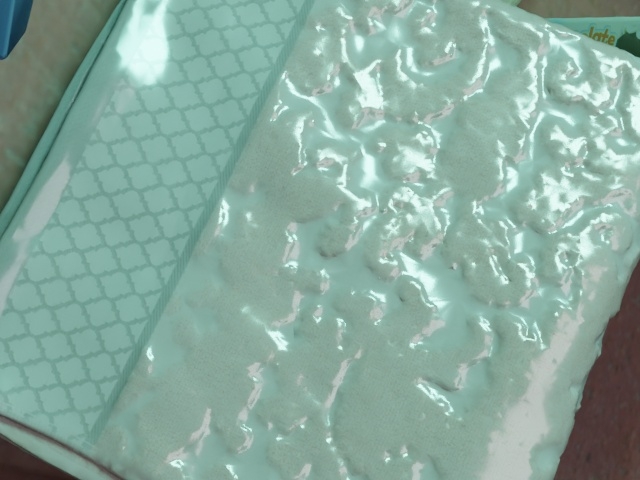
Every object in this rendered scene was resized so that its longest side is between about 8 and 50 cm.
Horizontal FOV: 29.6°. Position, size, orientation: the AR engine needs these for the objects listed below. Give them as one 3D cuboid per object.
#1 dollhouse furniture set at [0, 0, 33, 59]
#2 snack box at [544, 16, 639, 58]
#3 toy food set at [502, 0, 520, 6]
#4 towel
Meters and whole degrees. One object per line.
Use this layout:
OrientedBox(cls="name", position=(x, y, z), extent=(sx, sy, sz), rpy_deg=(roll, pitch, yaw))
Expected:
OrientedBox(cls="dollhouse furniture set", position=(-0.240, -0.258, 0.531), extent=(0.286, 0.198, 0.303), rpy_deg=(12, 118, -6))
OrientedBox(cls="snack box", position=(0.262, -0.092, 0.756), extent=(0.187, 0.322, 0.060), rpy_deg=(10, 92, -36))
OrientedBox(cls="toy food set", position=(0.088, -0.281, 0.713), extent=(0.220, 0.092, 0.306), rpy_deg=(-50, 139, -21))
OrientedBox(cls="towel", position=(0.000, 0.000, 0.633), extent=(0.317, 0.053, 0.332), rpy_deg=(25, 77, 4))
